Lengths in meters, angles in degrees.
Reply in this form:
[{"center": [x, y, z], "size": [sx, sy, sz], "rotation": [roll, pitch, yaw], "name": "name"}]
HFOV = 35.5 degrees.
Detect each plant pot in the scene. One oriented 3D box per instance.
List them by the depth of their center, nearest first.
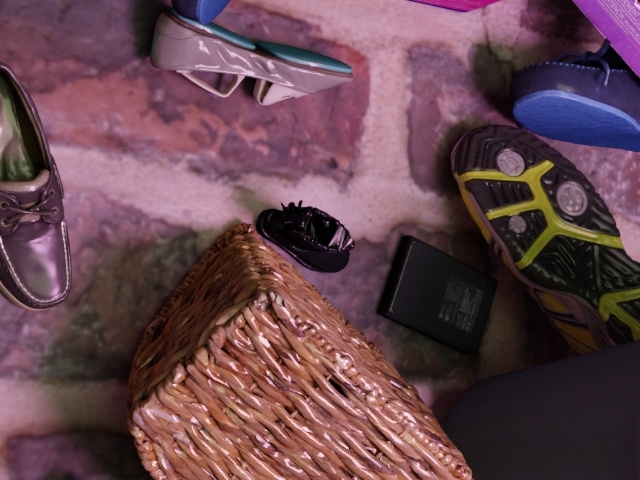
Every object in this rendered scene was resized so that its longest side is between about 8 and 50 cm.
[{"center": [0.316, 0.240, 0.977], "size": [0.341, 0.334, 0.341], "rotation": [14, 68, -40], "name": "plant pot"}]

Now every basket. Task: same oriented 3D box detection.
[{"center": [-0.039, 0.170, 0.954], "size": [0.213, 0.223, 0.299], "rotation": [-44, 110, 4], "name": "basket"}]

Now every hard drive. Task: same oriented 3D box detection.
[{"center": [0.134, 0.063, 1.124], "size": [0.135, 0.022, 0.094], "rotation": [26, 76, -28], "name": "hard drive"}]

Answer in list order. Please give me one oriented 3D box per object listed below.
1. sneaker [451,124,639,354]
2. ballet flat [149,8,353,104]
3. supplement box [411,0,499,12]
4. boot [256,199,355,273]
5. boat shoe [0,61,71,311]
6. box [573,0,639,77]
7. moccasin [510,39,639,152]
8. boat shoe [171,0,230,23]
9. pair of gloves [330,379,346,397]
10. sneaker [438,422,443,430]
[{"center": [0.277, 0.035, 1.154], "size": [0.145, 0.147, 0.385], "rotation": [-41, 91, -22], "name": "sneaker"}, {"center": [-0.069, -0.170, 0.990], "size": [0.213, 0.072, 0.068], "rotation": [12, 110, -30], "name": "ballet flat"}, {"center": [0.180, -0.322, 1.043], "size": [0.114, 0.220, 0.111], "rotation": [3, 87, -31], "name": "supplement box"}, {"center": [0.000, 0.000, 0.999], "size": [0.121, 0.099, 0.045], "rotation": [30, 76, -27], "name": "boot"}, {"center": [-0.262, -0.045, 0.856], "size": [0.080, 0.073, 0.223], "rotation": [-18, 98, -30], "name": "boat shoe"}, {"center": [0.357, -0.330, 1.169], "size": [0.201, 0.057, 0.293], "rotation": [41, 41, -23], "name": "box"}, {"center": [0.343, -0.179, 1.211], "size": [0.342, 0.138, 0.117], "rotation": [6, 81, -45], "name": "moccasin"}, {"center": [-0.096, -0.312, 0.959], "size": [0.089, 0.109, 0.258], "rotation": [23, 55, -3], "name": "boat shoe"}, {"center": [0.004, 0.145, 1.051], "size": [0.083, 0.010, 0.074], "rotation": [-1, 89, -32], "name": "pair of gloves"}, {"center": [0.183, 0.289, 1.116], "size": [0.232, 0.081, 0.090], "rotation": [36, 76, -25], "name": "sneaker"}]
